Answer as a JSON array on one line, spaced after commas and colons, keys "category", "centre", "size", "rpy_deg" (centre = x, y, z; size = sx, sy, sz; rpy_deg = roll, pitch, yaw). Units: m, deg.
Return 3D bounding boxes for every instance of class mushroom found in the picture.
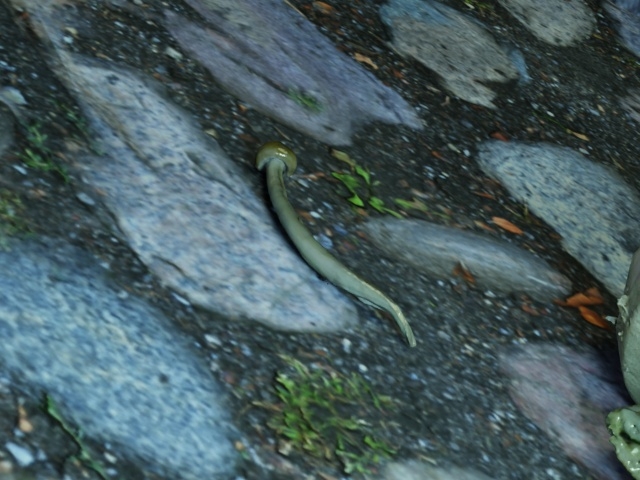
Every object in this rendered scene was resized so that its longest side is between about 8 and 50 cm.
[{"category": "mushroom", "centre": [0.000, -0.002, 1.659], "size": [0.068, 0.043, 0.306], "rpy_deg": [-12, 42, -21]}]

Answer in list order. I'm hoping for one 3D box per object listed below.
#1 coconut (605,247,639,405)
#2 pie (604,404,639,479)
[{"category": "coconut", "centre": [0.395, 0.087, 1.717], "size": [0.224, 0.224, 0.234], "rpy_deg": [23, 26, -14]}, {"category": "pie", "centre": [0.382, 0.267, 1.500], "size": [0.337, 0.075, 0.337], "rpy_deg": [29, 22, -13]}]
